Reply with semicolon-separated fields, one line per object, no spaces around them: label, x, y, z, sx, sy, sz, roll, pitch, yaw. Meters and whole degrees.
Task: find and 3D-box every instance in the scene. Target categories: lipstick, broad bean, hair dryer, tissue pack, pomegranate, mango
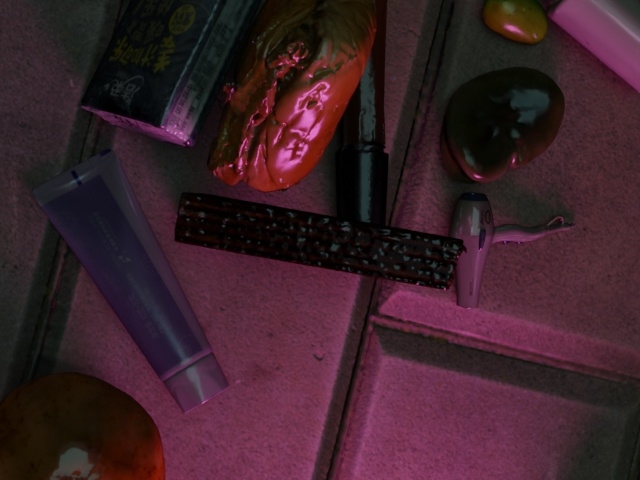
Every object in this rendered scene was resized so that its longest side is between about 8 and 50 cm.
lipstick;0.060;-0.176;1.653;0.077;0.077;0.418;0;89;-10
broad bean;0.259;-0.169;1.702;0.207;0.072;0.153;-45;98;-20
hair dryer;0.268;0.026;1.710;0.199;0.067;0.167;14;95;-24
tissue pack;-0.196;-0.266;1.560;0.081;0.185;0.257;31;82;-46
pomegranate;-0.316;0.284;1.506;0.248;0.248;0.248;0;88;-10
mango;0.287;-0.327;1.713;0.108;0.056;0.073;36;86;-19

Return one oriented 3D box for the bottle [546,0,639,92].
bottle;0.411;-0.327;1.708;0.245;0.104;0.104;38;82;-8

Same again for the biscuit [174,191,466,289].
biscuit;0.000;0.000;1.570;0.389;0.107;0.073;9;94;7

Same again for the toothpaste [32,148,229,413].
toothpaste;-0.247;0.057;1.597;0.125;0.080;0.371;-31;89;-9

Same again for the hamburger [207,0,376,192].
hamburger;-0.042;-0.199;1.524;0.158;0.318;0.318;25;84;-5
